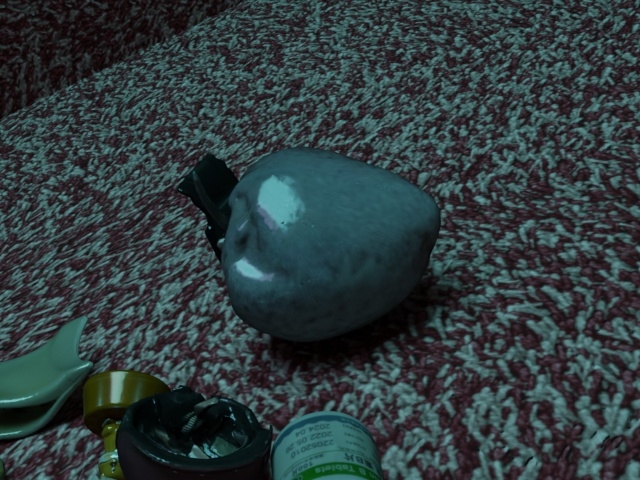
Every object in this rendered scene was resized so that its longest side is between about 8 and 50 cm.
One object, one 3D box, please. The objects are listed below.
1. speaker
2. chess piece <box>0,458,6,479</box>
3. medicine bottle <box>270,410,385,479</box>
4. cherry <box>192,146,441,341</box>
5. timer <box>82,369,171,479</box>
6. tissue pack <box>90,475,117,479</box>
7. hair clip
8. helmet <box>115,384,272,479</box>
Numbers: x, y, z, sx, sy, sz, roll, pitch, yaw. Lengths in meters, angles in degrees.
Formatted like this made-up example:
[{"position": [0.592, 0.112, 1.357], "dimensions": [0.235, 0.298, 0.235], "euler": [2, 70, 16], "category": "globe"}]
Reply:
[{"position": [-0.037, -0.060, 1.967], "dimensions": [0.388, 0.184, 0.180], "euler": [-4, 30, 24], "category": "speaker"}, {"position": [-0.616, 0.369, 1.631], "dimensions": [0.300, 0.137, 0.137], "euler": [-11, 25, -13], "category": "chess piece"}, {"position": [0.016, 0.316, 1.290], "dimensions": [0.139, 0.139, 0.237], "euler": [-18, 25, 2], "category": "medicine bottle"}, {"position": [-0.003, 0.008, 1.709], "dimensions": [0.335, 0.291, 0.326], "euler": [19, 43, 23], "category": "cherry"}, {"position": [-0.284, 0.282, 1.591], "dimensions": [0.132, 0.132, 0.152], "euler": [-11, 51, 15], "category": "timer"}, {"position": [-0.228, 0.418, 1.251], "dimensions": [0.170, 0.071, 0.325], "euler": [-63, 32, 4], "category": "tissue pack"}, {"position": [-0.494, 0.243, 1.791], "dimensions": [0.282, 0.113, 0.172], "euler": [-17, 27, -8], "category": "hair clip"}, {"position": [-0.165, 0.288, 1.425], "dimensions": [0.198, 0.154, 0.253], "euler": [2, 19, -15], "category": "helmet"}]
